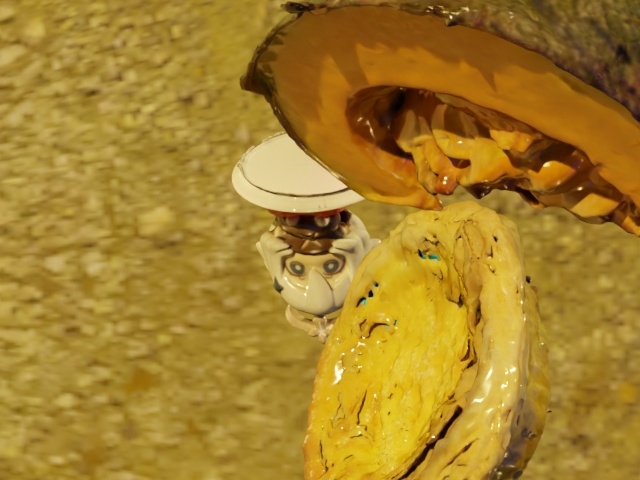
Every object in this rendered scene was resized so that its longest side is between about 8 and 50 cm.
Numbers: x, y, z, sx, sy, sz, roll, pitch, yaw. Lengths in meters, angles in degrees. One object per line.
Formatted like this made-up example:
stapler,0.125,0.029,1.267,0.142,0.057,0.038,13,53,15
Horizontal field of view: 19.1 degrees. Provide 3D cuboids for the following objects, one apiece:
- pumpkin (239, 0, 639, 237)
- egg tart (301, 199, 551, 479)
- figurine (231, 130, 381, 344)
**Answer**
pumpkin,0.109,-0.070,0.730,0.111,0.278,0.163,-65,153,-16
egg tart,0.086,0.109,1.354,0.107,0.291,0.291,20,77,-21
figurine,0.000,0.000,1.523,0.132,0.132,0.154,-26,126,-31
